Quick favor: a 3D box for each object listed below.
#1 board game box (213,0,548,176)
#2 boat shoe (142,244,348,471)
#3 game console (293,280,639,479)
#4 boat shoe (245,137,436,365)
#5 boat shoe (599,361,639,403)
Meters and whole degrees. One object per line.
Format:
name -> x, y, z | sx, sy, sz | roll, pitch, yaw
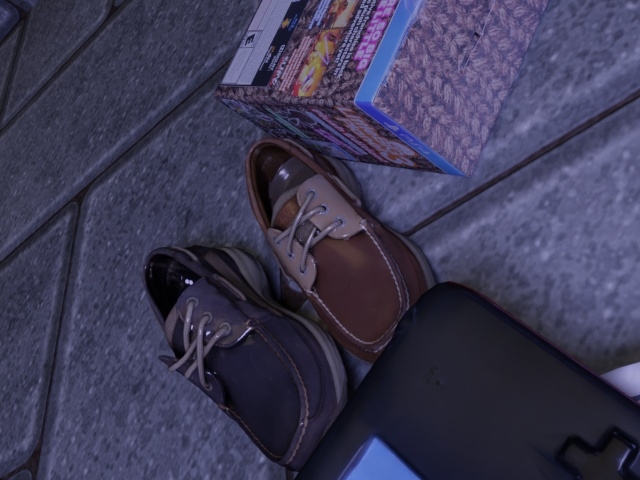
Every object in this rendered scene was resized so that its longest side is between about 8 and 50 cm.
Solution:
board game box -> 0.057, -0.211, 0.854 | 0.291, 0.141, 0.232 | 16, 79, 53
boat shoe -> -0.095, 0.106, 0.806 | 0.355, 0.130, 0.132 | 39, 113, 57
game console -> 0.080, 0.259, 0.436 | 0.342, 0.060, 0.387 | 37, 94, 32
boat shoe -> 0.000, 0.000, 0.796 | 0.123, 0.116, 0.324 | -52, 37, 11
boat shoe -> 0.241, 0.110, 0.453 | 0.258, 0.095, 0.084 | -26, 44, 39
